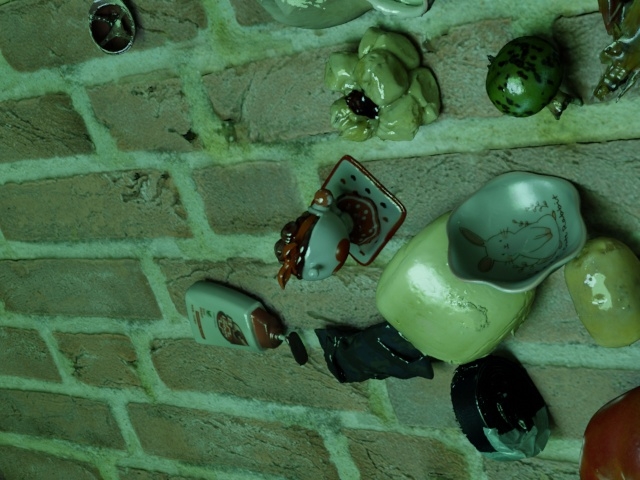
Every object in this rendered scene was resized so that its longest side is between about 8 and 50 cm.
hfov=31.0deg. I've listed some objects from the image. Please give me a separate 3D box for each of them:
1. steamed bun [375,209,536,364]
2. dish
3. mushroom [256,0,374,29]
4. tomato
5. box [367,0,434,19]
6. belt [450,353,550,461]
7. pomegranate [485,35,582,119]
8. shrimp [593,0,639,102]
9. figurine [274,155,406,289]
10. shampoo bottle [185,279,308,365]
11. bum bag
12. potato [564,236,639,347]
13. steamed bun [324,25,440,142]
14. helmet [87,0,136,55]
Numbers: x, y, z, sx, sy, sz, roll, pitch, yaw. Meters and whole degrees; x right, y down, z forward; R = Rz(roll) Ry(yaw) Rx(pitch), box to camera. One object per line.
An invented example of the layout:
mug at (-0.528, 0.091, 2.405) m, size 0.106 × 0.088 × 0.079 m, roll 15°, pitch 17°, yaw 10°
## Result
steamed bun at (0.217, 0.091, 1.905) m, size 0.232 × 0.166 × 0.273 m, roll 48°, pitch 138°, yaw 8°
dish at (0.306, 0.003, 1.769) m, size 0.229 × 0.229 × 0.081 m, roll 15°, pitch 153°, yaw 35°
mushroom at (0.011, -0.388, 1.821) m, size 0.247 × 0.096 × 0.108 m, roll 3°, pitch 122°, yaw 35°
tomato at (0.538, 0.348, 1.739) m, size 0.298 × 0.226 × 0.298 m, roll 165°, pitch 90°, yaw -70°
box at (0.127, -0.400, 1.639) m, size 0.151 × 0.135 × 0.151 m, roll 23°, pitch 153°, yaw 13°
belt at (0.308, 0.292, 1.970) m, size 0.198 × 0.151 × 0.078 m, roll 51°, pitch 139°, yaw -13°
pomegranate at (0.308, -0.223, 1.656) m, size 0.161 × 0.122 × 0.122 m, roll 32°, pitch 140°, yaw -12°
shrimp at (0.410, -0.314, 1.534) m, size 0.152 × 0.063 × 0.287 m, roll 40°, pitch 134°, yaw 17°
figurine at (0.000, 0.000, 1.994) m, size 0.160 × 0.226 × 0.183 m, roll 43°, pitch 138°, yaw 9°
shampoo bottle at (-0.152, 0.179, 2.366) m, size 0.284 × 0.071 × 0.153 m, roll 17°, pitch 129°, yaw 36°
bum bag at (0.092, 0.211, 2.166) m, size 0.310 × 0.074 × 0.137 m, roll -13°, pitch 119°, yaw 52°
potato at (0.437, 0.077, 1.741) m, size 0.118 × 0.109 × 0.178 m, roll 8°, pitch 124°, yaw 62°
steamed bun at (0.086, -0.241, 1.843) m, size 0.178 × 0.106 × 0.192 m, roll -1°, pitch 114°, yaw 41°
helmet at (-0.391, -0.411, 2.195) m, size 0.089 × 0.057 × 0.111 m, roll -9°, pitch 104°, yaw 8°
